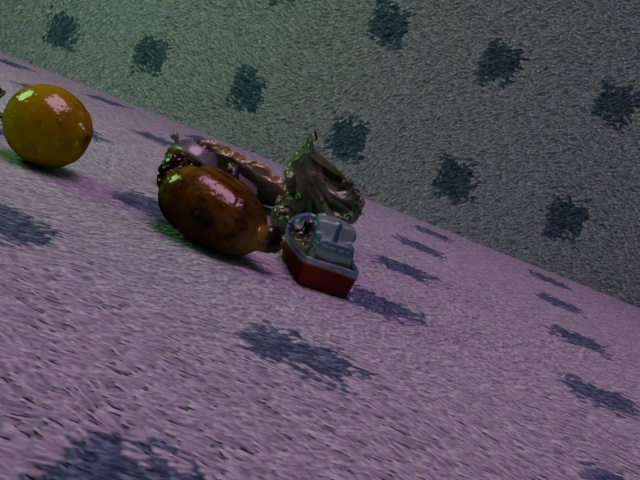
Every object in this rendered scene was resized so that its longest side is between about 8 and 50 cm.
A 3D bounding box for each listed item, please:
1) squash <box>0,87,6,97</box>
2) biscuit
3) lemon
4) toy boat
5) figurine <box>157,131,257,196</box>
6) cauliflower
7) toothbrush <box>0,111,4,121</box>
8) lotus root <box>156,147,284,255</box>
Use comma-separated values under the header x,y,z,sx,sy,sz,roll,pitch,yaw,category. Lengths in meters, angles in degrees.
x,y,z,sx,sy,sz,roll,pitch,yaw,category
-0.801,-0.303,1.730,0.090,0.075,0.200,5,28,16,squash
-0.203,-0.173,2.051,0.309,0.040,0.204,29,-20,-7,biscuit
-0.567,-0.238,1.566,0.206,0.173,0.173,21,9,25,lemon
0.000,0.000,1.559,0.145,0.133,0.332,17,10,-13,toy boat
-0.278,-0.171,1.918,0.274,0.133,0.194,20,-4,-21,figurine
-0.020,-0.141,1.852,0.239,0.315,0.256,-12,42,6,cauliflower
-0.914,-0.364,1.817,0.413,0.035,0.042,24,12,-15,toothbrush
-0.203,-0.056,1.437,0.314,0.141,0.169,35,17,20,lotus root
